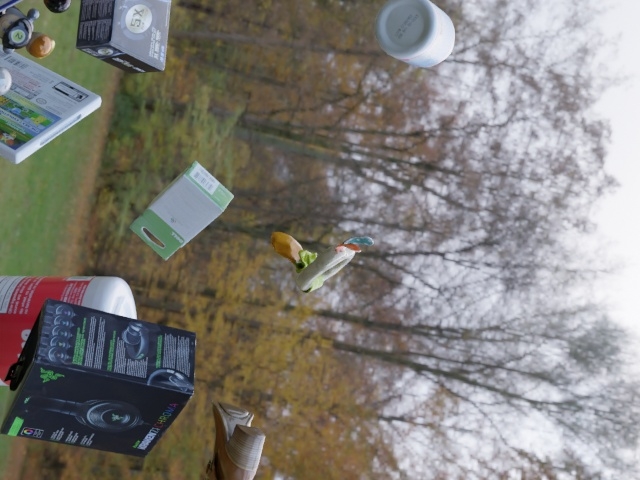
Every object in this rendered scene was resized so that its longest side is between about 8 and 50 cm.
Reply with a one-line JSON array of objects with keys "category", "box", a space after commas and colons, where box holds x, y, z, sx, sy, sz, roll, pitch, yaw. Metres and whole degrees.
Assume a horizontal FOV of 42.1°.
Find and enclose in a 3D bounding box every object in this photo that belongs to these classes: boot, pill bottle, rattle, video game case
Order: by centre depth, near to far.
[{"category": "pill bottle", "box": [0.139, -0.290, 1.166, 0.160, 0.087, 0.087, -12, 118, -68]}, {"category": "boot", "box": [-0.159, 0.350, 1.342, 0.152, 0.073, 0.197, -69, -160, 2]}, {"category": "rattle", "box": [0.000, 0.000, 1.502, 0.199, 0.130, 0.142, 119, -47, -63]}, {"category": "pill bottle", "box": [-0.608, 0.187, 1.723, 0.229, 0.408, 0.229, 0, 90, -85]}, {"category": "video game case", "box": [-0.751, -0.335, 1.987, 0.300, 0.329, 0.036, -51, 164, -44]}]

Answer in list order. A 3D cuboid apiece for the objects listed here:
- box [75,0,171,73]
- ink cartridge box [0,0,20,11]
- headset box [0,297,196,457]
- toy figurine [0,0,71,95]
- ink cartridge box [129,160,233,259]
[{"category": "box", "box": [-0.332, -0.394, 1.421, 0.147, 0.078, 0.180, 17, 76, -63]}, {"category": "ink cartridge box", "box": [-0.441, -0.491, 1.231, 0.371, 0.176, 0.069, 65, 3, 25]}, {"category": "headset box", "box": [-0.392, 0.242, 1.430, 0.246, 0.283, 0.131, -51, -149, 39]}, {"category": "toy figurine", "box": [-0.555, -0.385, 1.482, 0.213, 0.148, 0.209, -46, -173, 43]}, {"category": "ink cartridge box", "box": [-0.288, -0.060, 1.710, 0.209, 0.109, 0.062, -37, -163, 35]}]
